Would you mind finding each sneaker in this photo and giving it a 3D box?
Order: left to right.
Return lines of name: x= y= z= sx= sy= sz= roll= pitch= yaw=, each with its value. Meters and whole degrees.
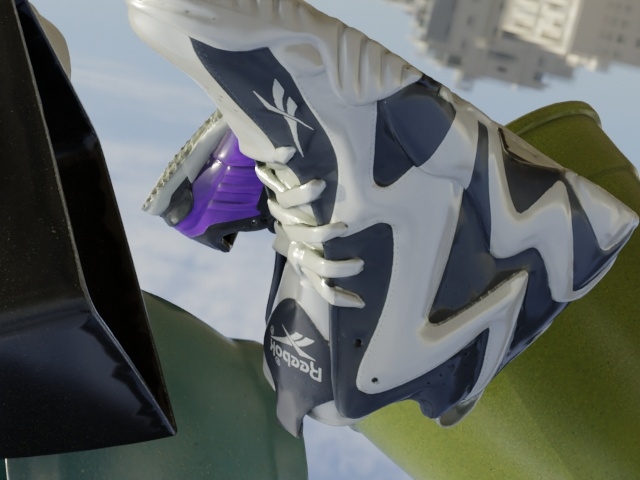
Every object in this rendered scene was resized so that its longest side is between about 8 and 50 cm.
sneaker: x=-0.059 y=-0.088 z=1.602 sx=0.146 sy=0.293 sz=0.102 roll=39 pitch=-141 yaw=-11
sneaker: x=0.000 y=0.000 z=0.582 sx=0.235 sy=0.153 sz=0.094 roll=27 pitch=-173 yaw=-36

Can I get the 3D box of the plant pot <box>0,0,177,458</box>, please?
plant pot: x=-0.185 y=0.010 z=0.717 sx=0.167 sy=0.188 sz=0.187 roll=-19 pitch=155 yaw=-1

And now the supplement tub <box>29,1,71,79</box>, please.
supplement tub: x=-0.331 y=-0.133 z=0.903 sx=0.316 sy=0.228 sz=0.228 roll=33 pitch=177 yaw=-42

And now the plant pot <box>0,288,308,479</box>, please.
plant pot: x=-0.125 y=0.155 z=0.940 sx=0.196 sy=0.293 sz=0.293 roll=-3 pitch=-161 yaw=-21

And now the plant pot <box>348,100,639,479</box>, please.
plant pot: x=0.224 y=0.130 z=1.299 sx=0.353 sy=0.366 sz=0.366 roll=48 pitch=-152 yaw=20
